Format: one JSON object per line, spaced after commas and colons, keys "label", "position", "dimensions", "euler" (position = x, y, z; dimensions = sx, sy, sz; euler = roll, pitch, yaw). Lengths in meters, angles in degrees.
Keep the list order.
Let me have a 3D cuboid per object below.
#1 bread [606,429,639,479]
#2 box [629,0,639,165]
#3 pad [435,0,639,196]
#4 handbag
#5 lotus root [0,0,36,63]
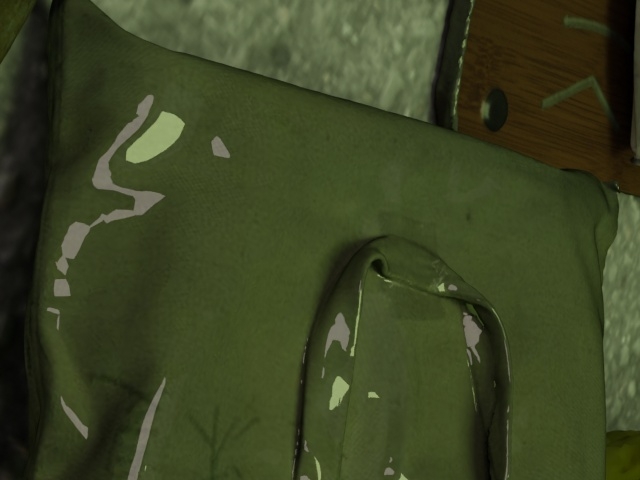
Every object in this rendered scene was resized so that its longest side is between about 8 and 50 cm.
{"label": "bread", "position": [0.227, 0.284, 0.865], "dimensions": [0.308, 0.348, 0.348], "euler": [19, 86, -62]}
{"label": "box", "position": [0.350, -0.140, 0.975], "dimensions": [0.333, 0.173, 0.145], "euler": [-24, 120, -50]}
{"label": "pad", "position": [0.175, -0.176, 0.900], "dimensions": [0.286, 0.018, 0.284], "euler": [9, 93, -52]}
{"label": "handbag", "position": [0.013, 0.055, 0.638], "dimensions": [0.316, 0.109, 0.253], "euler": [16, 68, -38]}
{"label": "lotus root", "position": [-0.134, -0.122, 0.492], "dimensions": [0.113, 0.088, 0.192], "euler": [36, 72, -42]}
